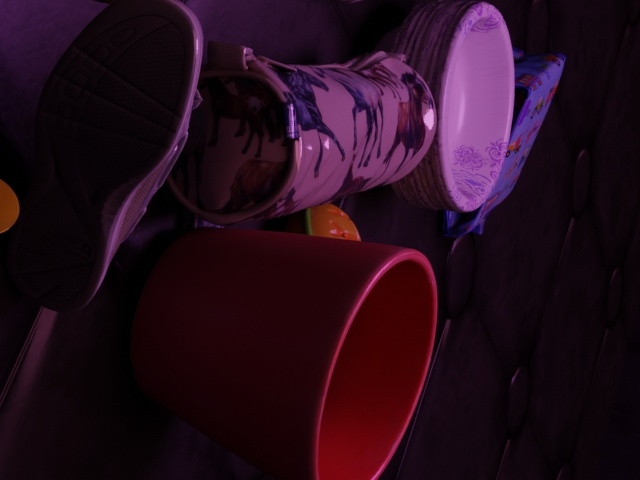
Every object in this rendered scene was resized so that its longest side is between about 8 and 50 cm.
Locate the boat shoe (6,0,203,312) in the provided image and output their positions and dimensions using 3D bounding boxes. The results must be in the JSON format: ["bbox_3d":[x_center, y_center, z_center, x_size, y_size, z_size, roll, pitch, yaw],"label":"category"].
[{"bbox_3d":[-0.180,-0.081,1.248,0.103,0.118,0.320,-62,177,-58],"label":"boat shoe"}]

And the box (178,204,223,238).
[{"bbox_3d":[-0.129,-0.014,1.576,0.067,0.018,0.083,-1,99,-64],"label":"box"}]

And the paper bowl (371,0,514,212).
[{"bbox_3d":[0.152,-0.185,1.974,0.284,0.148,0.284,-32,127,-58],"label":"paper bowl"}]

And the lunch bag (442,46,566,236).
[{"bbox_3d":[0.274,-0.145,2.299,0.221,0.138,0.293,-40,142,-59],"label":"lunch bag"}]

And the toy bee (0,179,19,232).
[{"bbox_3d":[-0.304,-0.036,1.058,0.195,0.162,0.298,3,127,-50],"label":"toy bee"}]

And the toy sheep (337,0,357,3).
[{"bbox_3d":[0.036,-0.329,1.751,0.132,0.091,0.091,-5,102,-49],"label":"toy sheep"}]

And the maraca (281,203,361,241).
[{"bbox_3d":[0.000,0.000,1.773,0.185,0.099,0.127,-91,167,-51],"label":"maraca"}]

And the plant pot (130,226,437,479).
[{"bbox_3d":[-0.045,0.110,1.501,0.275,0.243,0.275,-45,144,-47],"label":"plant pot"}]

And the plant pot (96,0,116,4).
[{"bbox_3d":[-0.186,-0.305,1.115,0.254,0.276,0.276,37,63,-75],"label":"plant pot"}]

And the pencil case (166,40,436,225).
[{"bbox_3d":[-0.010,-0.130,1.628,0.410,0.160,0.183,-18,126,-63],"label":"pencil case"}]
